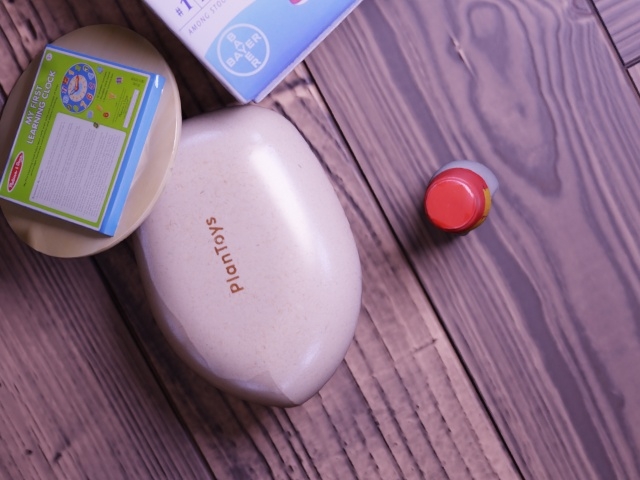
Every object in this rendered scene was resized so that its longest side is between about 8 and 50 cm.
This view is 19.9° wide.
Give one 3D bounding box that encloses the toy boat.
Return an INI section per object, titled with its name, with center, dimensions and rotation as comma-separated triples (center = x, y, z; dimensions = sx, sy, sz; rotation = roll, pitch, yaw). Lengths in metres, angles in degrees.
[toy boat]
center = 0.000, 0.000, 1.587
dimensions = 0.318, 0.148, 0.267
rotation = -15, 92, 10

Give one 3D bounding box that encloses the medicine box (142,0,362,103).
[medicine box]
center = -0.065, -0.306, 1.531
dimensions = 0.263, 0.149, 0.289
rotation = -44, 96, 6

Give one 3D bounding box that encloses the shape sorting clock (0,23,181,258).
[shape sorting clock]
center = -0.201, -0.085, 1.572
dimensions = 0.206, 0.040, 0.206
rotation = -6, 77, 29
